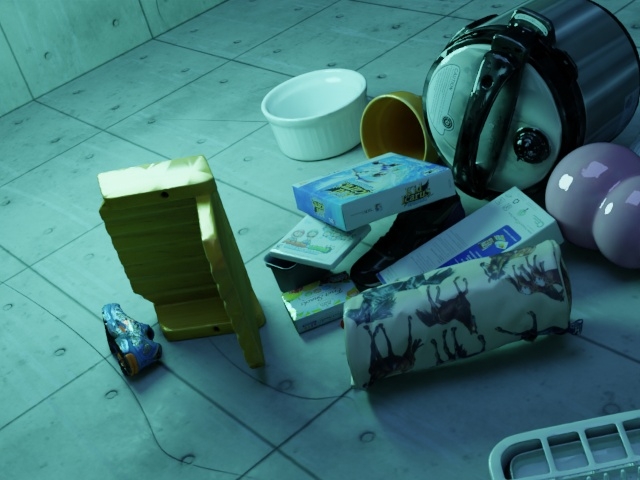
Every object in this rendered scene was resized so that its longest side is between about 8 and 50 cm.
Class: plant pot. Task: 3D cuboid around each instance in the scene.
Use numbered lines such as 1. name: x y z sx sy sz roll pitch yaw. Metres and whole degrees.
1. plant pot: 0.229 -0.256 2.251 0.188 0.205 0.205 -22 29 -40

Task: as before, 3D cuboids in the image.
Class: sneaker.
1. sneaker: -0.380 0.194 1.942 0.087 0.083 0.221 -14 35 -22
2. sneaker: 0.168 -0.017 1.957 0.283 0.124 0.107 -30 35 -21

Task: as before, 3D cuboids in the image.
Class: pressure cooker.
1. pressure cooker: 0.422 -0.295 1.995 0.420 0.370 0.375 -34 14 -39

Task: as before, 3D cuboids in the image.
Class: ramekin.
1. ramekin: -0.003 -0.321 2.486 0.277 0.135 0.277 -11 33 8

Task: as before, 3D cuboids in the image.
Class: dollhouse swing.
1. dollhouse swing: -0.269 0.073 1.810 0.315 0.347 0.305 -9 34 11

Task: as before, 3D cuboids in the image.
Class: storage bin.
1. storage bin: -0.035 0.050 1.978 0.098 0.091 0.135 17 46 40

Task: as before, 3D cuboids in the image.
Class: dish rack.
1. dish rack: 0.393 0.383 1.300 0.285 0.072 0.333 -12 32 5

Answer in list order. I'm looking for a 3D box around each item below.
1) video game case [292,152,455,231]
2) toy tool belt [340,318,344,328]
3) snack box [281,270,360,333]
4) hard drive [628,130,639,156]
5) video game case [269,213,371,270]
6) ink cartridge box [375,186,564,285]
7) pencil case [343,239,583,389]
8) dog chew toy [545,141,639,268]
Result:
1. video game case: 0.102 -0.105 1.968 0.244 0.061 0.269 -20 18 -18
2. toy tool belt: 0.078 0.171 1.793 0.051 0.052 0.083 2 24 -34
3. snack box: 0.004 0.120 1.904 0.141 0.037 0.100 -21 34 -7
4. hard drive: 0.741 -0.212 1.897 0.339 0.064 0.237 -30 14 51
5. video game case: 0.000 0.000 1.936 0.157 0.019 0.143 12 42 36
6. ink cartridge box: 0.282 0.034 1.849 0.332 0.065 0.165 -31 33 -1
7. pencil case: 0.229 0.136 1.655 0.410 0.183 0.160 -16 27 5
8. dog chew toy: 0.570 -0.043 1.764 0.206 0.206 0.332 -28 42 -18
